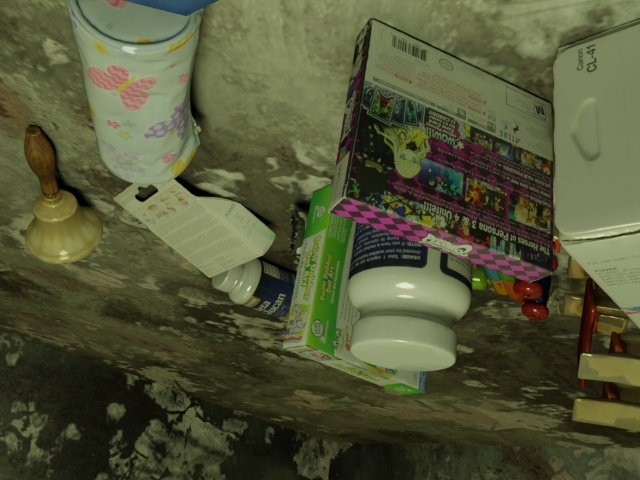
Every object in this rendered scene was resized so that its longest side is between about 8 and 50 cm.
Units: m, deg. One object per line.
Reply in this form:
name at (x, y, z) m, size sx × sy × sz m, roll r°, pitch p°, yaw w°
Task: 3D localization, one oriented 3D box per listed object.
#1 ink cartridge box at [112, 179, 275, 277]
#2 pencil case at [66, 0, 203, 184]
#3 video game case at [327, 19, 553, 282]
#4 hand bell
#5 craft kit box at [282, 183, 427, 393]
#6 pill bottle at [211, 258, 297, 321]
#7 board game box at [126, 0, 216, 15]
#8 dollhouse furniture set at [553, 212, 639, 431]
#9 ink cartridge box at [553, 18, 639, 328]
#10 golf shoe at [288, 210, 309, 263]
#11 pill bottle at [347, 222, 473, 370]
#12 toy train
ink cartridge box at (-0.213, -0.038, 1.055) m, size 0.225 × 0.056 × 0.181 m, roll 44°, pitch 142°, yaw -21°
pencil case at (-0.193, -0.167, 0.687) m, size 0.124 × 0.113 × 0.273 m, roll 3°, pitch 156°, yaw -10°
video game case at (0.131, -0.089, 0.627) m, size 0.232 × 0.210 × 0.042 m, roll 18°, pitch 153°, yaw -19°
hand bell at (-0.422, -0.081, 0.980) m, size 0.126 × 0.126 × 0.242 m, roll 10°, pitch 143°, yaw -2°
craft kit box at (0.073, 0.079, 0.944) m, size 0.247 × 0.249 × 0.061 m, roll 30°, pitch 149°, yaw -36°
pill bottle at (-0.118, 0.087, 1.202) m, size 0.169 × 0.094 × 0.094 m, roll 25°, pitch 150°, yaw -30°
board game box at (-0.052, -0.251, 0.379) m, size 0.347 × 0.078 × 0.233 m, roll -9°, pitch -178°, yaw 34°
dollhouse furniture set at (0.386, 0.090, 0.895) m, size 0.135 × 0.262 × 0.259 m, roll 3°, pitch 120°, yaw 16°
ink cartridge box at (0.356, -0.039, 0.634) m, size 0.131 × 0.226 × 0.306 m, roll -13°, pitch 147°, yaw 37°
golf shoe at (0.000, 0.000, 1.013) m, size 0.094 × 0.077 × 0.198 m, roll 1°, pitch 167°, yaw 8°
pill bottle at (0.115, 0.021, 0.792) m, size 0.153 × 0.264 × 0.153 m, roll 8°, pitch 154°, yaw 4°
toy train at (0.308, 0.070, 1.030) m, size 0.143 × 0.105 × 0.248 m, roll 7°, pitch 156°, yaw 29°
